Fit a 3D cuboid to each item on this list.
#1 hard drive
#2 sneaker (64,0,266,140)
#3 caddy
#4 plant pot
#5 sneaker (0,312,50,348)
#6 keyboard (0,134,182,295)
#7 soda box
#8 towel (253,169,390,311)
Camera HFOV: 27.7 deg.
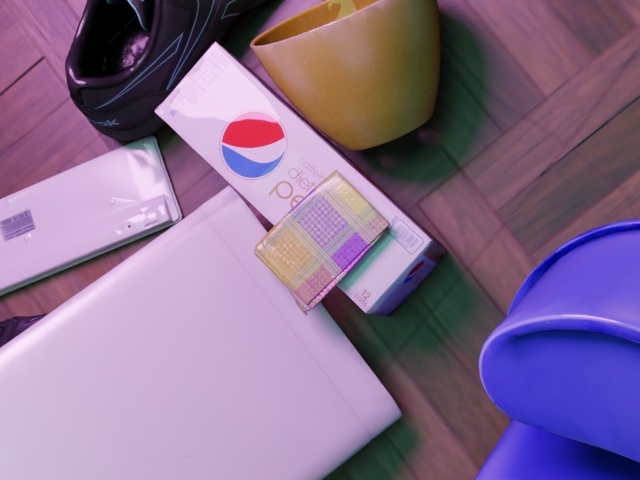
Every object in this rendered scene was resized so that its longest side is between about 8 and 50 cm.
[{"bbox_3d":[-0.124,0.132,0.879,0.307,0.040,0.203,-36,87,-16],"label":"hard drive"},{"bbox_3d":[-0.094,-0.194,0.943,0.101,0.106,0.267,31,90,17],"label":"sneaker"},{"bbox_3d":[0.246,0.127,0.766,0.341,0.179,0.241,20,121,28],"label":"caddy"},{"bbox_3d":[0.031,-0.120,0.903,0.134,0.134,0.095,-21,106,11],"label":"plant pot"},{"bbox_3d":[-0.228,0.176,0.946,0.153,0.101,0.269,6,80,15],"label":"sneaker"},{"bbox_3d":[-0.232,-0.002,1.008,0.256,0.014,0.072,-22,74,11],"label":"keyboard"},{"bbox_3d":[-0.013,-0.042,0.923,0.216,0.074,0.069,44,96,14],"label":"soda box"},{"bbox_3d":[0.000,0.000,0.871,0.083,0.009,0.060,-46,75,7],"label":"towel"}]
